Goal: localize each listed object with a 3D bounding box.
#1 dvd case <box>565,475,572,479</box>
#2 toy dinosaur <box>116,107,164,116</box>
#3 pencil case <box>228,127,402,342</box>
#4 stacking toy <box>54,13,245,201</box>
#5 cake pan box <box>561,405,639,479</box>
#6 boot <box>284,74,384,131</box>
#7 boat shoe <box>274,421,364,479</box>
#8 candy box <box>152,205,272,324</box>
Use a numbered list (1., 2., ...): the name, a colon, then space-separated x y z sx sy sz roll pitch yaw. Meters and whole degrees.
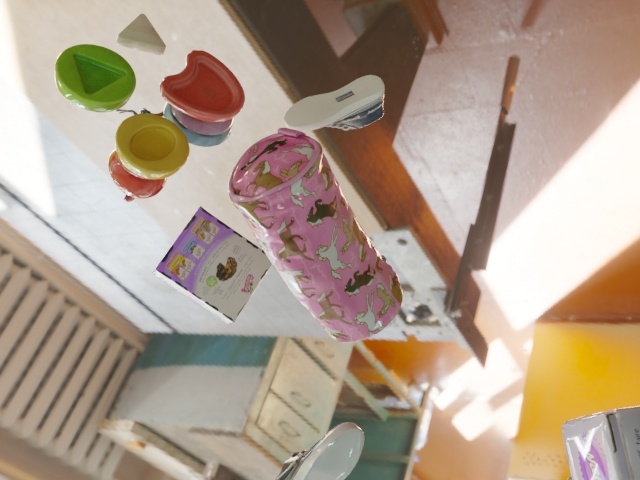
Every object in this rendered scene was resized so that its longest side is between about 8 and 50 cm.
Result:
1. dvd case: 0.198 0.187 0.512 0.013 0.119 0.087 65 154 -3
2. toy dinosaur: -0.345 -0.229 1.394 0.090 0.047 0.082 -5 -174 -22
3. pencil case: 0.000 0.000 1.200 0.160 0.167 0.386 -19 131 18
4. stacking toy: -0.310 -0.232 1.287 0.279 0.309 0.130 40 139 2
5. cake pan box: 0.256 0.187 0.322 0.246 0.266 0.070 -5 162 -9
6. boot: 0.030 -0.221 1.296 0.190 0.069 0.086 -22 148 -6
7. boat shoe: -0.031 0.465 1.438 0.108 0.301 0.102 25 -166 -38
8. candy box: -0.222 0.054 1.518 0.196 0.164 0.070 36 160 -9
